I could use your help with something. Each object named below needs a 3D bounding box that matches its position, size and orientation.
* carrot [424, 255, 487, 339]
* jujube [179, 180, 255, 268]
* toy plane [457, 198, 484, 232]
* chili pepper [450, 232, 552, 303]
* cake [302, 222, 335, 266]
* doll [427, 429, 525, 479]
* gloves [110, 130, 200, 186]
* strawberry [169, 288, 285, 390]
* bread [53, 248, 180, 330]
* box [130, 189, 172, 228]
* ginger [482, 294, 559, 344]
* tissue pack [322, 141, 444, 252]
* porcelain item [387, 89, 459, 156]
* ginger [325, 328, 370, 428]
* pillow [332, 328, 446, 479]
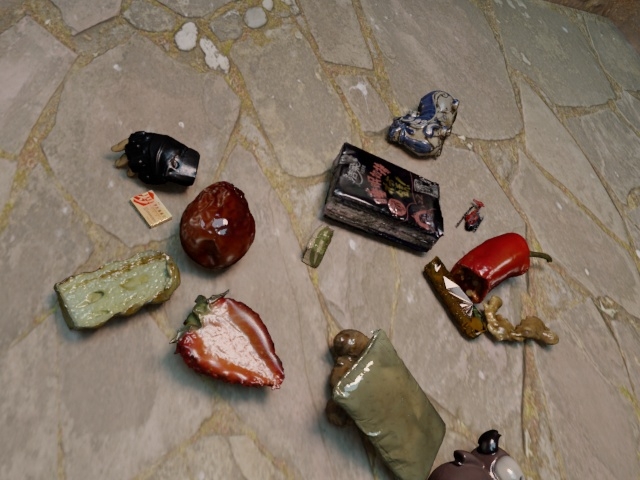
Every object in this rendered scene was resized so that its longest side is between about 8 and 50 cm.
[{"bbox_3d":[0.346,0.146,1.152,0.069,0.069,0.228,-17,64,-29],"label":"carrot"},{"bbox_3d":[-0.231,-0.044,1.026,0.168,0.168,0.236,14,39,-11],"label":"jujube"},{"bbox_3d":[0.470,-0.075,1.362,0.060,0.037,0.145,31,56,15],"label":"toy plane"},{"bbox_3d":[0.509,0.044,1.230,0.338,0.134,0.131,-24,45,-27],"label":"chili pepper"},{"bbox_3d":[0.000,0.000,1.133,0.051,0.055,0.140,22,50,4],"label":"cake"},{"bbox_3d":[0.296,0.485,0.860,0.257,0.117,0.182,-7,89,-23],"label":"doll"},{"bbox_3d":[-0.409,-0.202,1.092,0.203,0.124,0.164,14,35,-20],"label":"gloves"},{"bbox_3d":[-0.172,0.209,0.900,0.228,0.098,0.174,25,53,-6],"label":"strawberry"},{"bbox_3d":[-0.402,0.103,0.901,0.232,0.088,0.128,-23,58,-24],"label":"bread"},{"bbox_3d":[-0.405,-0.076,1.060,0.058,0.015,0.093,-31,72,-35],"label":"box"},{"bbox_3d":[0.513,0.227,1.164,0.176,0.052,0.193,-26,61,-32],"label":"ginger"},{"bbox_3d":[0.178,-0.122,1.241,0.332,0.123,0.245,21,47,-9],"label":"tissue pack"},{"bbox_3d":[0.350,-0.394,1.491,0.186,0.138,0.288,20,55,16],"label":"porcelain item"},{"bbox_3d":[0.058,0.287,0.934,0.104,0.080,0.204,33,53,-37],"label":"ginger"},{"bbox_3d":[0.145,0.341,0.885,0.185,0.075,0.302,-43,106,-37],"label":"pillow"}]
